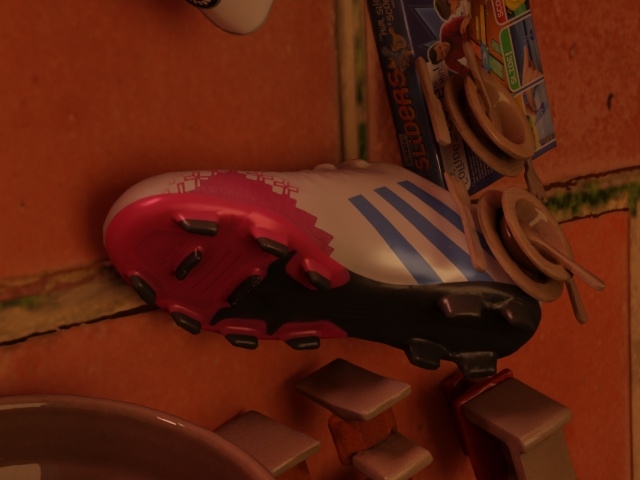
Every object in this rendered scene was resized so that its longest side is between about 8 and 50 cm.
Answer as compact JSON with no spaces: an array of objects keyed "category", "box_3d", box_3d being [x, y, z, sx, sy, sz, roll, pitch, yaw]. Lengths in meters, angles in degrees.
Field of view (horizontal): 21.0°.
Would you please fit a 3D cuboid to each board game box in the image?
[{"category":"board game box","box_3d":[0.104,-0.140,1.277,0.136,0.035,0.201,-29,114,-38]}]

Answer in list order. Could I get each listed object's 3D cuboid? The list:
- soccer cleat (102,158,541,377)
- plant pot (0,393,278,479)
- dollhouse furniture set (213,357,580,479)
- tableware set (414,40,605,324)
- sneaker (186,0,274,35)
[{"category":"soccer cleat","box_3d":[0.000,0.000,1.163,0.331,0.116,0.143,15,42,-29]},{"category":"plant pot","box_3d":[-0.153,0.245,0.969,0.263,0.263,0.229,-14,124,-42]},{"category":"dollhouse furniture set","box_3d":[0.055,0.200,1.240,0.259,0.135,0.262,-30,115,-25]},{"category":"tableware set","box_3d":[0.136,-0.046,1.194,0.128,0.039,0.194,25,40,-42]},{"category":"sneaker","box_3d":[-0.008,-0.274,1.116,0.330,0.122,0.146,-56,146,-24]}]
